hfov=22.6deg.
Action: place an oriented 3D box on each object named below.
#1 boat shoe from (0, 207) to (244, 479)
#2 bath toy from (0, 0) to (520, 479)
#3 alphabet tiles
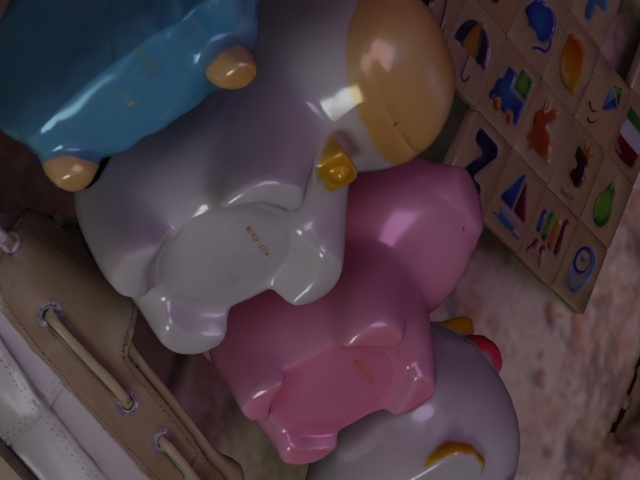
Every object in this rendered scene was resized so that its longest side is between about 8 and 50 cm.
[{"bbox_3d":[-0.132,0.033,0.639,0.103,0.113,0.302,-41,120,-26],"label":"boat shoe"},{"bbox_3d":[0.000,0.000,0.643,0.151,0.129,0.348,-26,137,2],"label":"bath toy"},{"bbox_3d":[0.114,-0.098,0.795,0.237,0.009,0.198,39,70,-47],"label":"alphabet tiles"}]
